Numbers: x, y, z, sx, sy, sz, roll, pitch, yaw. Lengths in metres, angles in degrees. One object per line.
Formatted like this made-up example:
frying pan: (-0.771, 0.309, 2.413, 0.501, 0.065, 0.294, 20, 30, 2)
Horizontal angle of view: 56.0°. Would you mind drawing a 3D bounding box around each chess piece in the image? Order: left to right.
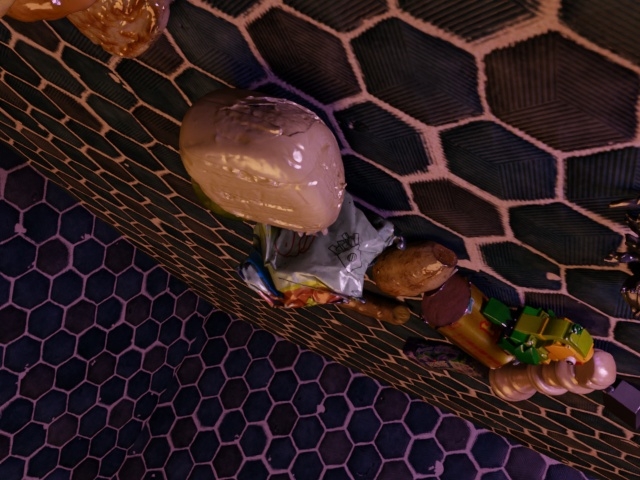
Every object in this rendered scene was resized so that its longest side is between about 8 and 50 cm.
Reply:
chess piece: (0.511, 0.292, 1.324, 0.117, 0.117, 0.397, 29, 161, -2)

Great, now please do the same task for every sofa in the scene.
sofa: (0.684, 0.358, 1.344, 0.085, 0.060, 0.147, 37, 171, 40)

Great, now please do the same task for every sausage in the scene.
sausage: (0.342, 0.194, 1.268, 0.317, 0.125, 0.117, 38, 171, -32)

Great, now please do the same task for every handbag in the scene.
handbag: (0.447, 0.071, 0.839, 0.047, 0.072, 0.111, -4, 167, 35)

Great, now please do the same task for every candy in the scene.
candy: (0.367, 0.345, 1.771, 0.088, 0.061, 0.312, 39, 160, -23)

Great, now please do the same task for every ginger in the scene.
ginger: (0.115, 0.170, 1.657, 0.299, 0.065, 0.118, 18, 174, 34)

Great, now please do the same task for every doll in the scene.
doll: (0.417, 0.179, 1.142, 0.186, 0.106, 0.134, 12, 146, 44)

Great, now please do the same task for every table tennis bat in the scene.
table tennis bat: (0.239, 0.081, 1.193, 0.007, 0.083, 0.050, 42, -163, -16)

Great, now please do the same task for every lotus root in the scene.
lotus root: (0.174, 0.058, 1.197, 0.110, 0.097, 0.258, 35, 159, -10)

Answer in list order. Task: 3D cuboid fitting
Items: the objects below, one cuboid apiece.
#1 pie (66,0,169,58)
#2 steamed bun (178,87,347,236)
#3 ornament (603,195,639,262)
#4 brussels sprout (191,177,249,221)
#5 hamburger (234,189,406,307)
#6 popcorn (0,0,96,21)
pie: (-0.291, -0.335, 0.808, 0.179, 0.084, 0.205, 35, 160, -26)
steamed bun: (-0.071, -0.127, 0.936, 0.232, 0.166, 0.273, 9, 159, 23)
ornament: (0.449, 0.027, 0.698, 0.236, 0.080, 0.202, 34, 166, -16)
brussels sprout: (-0.172, -0.115, 1.159, 0.161, 0.144, 0.180, 38, 153, 50)
hamburger: (-0.002, -0.007, 1.082, 0.261, 0.276, 0.150, 10, 132, 29)
popcorn: (-0.310, -0.352, 0.540, 0.315, 0.281, 0.297, 56, -165, -19)
